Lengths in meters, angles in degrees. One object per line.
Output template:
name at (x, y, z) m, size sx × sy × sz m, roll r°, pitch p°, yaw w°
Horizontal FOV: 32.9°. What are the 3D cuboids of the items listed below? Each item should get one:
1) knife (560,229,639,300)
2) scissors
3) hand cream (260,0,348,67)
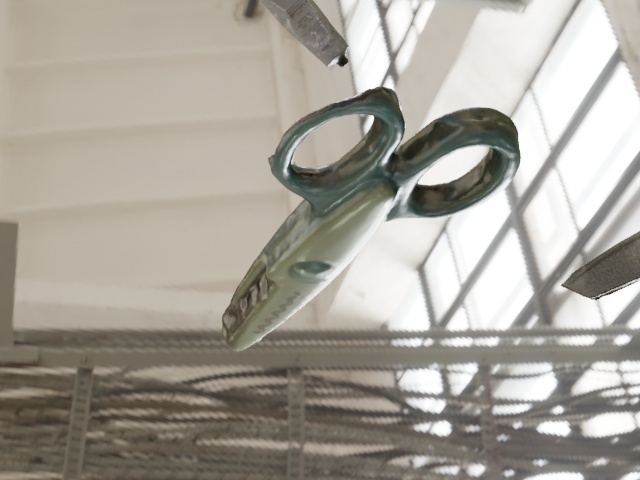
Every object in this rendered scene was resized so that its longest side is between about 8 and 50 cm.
knife at (0.332, 0.003, 1.033) m, size 0.028 × 0.230 × 0.060 m, roll 33°, pitch -140°, yaw -42°
scissors at (0.000, 0.000, 0.657) m, size 0.138 × 0.289 × 0.041 m, roll 7°, pitch -120°, yaw -26°
hand cream at (-0.016, -0.144, 0.681) m, size 0.093 × 0.030 × 0.019 m, roll 48°, pitch -168°, yaw -6°
